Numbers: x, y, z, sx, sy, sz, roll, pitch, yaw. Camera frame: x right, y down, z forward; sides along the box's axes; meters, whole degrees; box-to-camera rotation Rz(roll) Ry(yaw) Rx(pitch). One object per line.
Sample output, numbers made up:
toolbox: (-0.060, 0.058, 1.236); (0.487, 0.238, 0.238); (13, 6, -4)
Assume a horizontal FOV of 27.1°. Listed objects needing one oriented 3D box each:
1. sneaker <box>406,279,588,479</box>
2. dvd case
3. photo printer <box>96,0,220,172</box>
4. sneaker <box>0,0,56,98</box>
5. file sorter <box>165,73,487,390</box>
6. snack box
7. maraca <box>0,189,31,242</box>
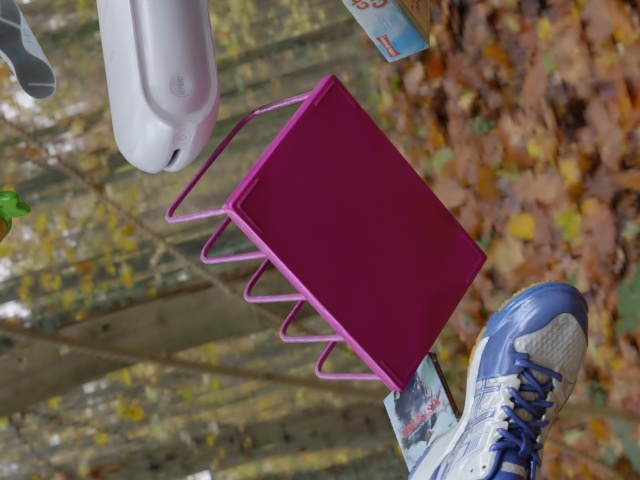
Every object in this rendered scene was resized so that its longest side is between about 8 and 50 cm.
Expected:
sneaker: (0.186, 0.184, 1.260); (0.131, 0.112, 0.296); (-115, 45, -66)
dvd case: (0.114, 0.192, 1.453); (0.013, 0.087, 0.119); (21, -148, -33)
photo printer: (-0.197, -0.236, 1.574); (0.256, 0.107, 0.307); (153, 110, -73)
sneaker: (-0.375, -0.239, 1.641); (0.152, 0.054, 0.061); (62, 178, -2)
file sorter: (0.000, 0.000, 1.499); (0.290, 0.202, 0.182); (48, 151, -22)
snack box: (0.062, -0.389, 1.548); (0.187, 0.060, 0.322); (45, -143, -45)
maraca: (-0.409, -0.028, 1.507); (0.127, 0.186, 0.099); (16, -118, -37)
